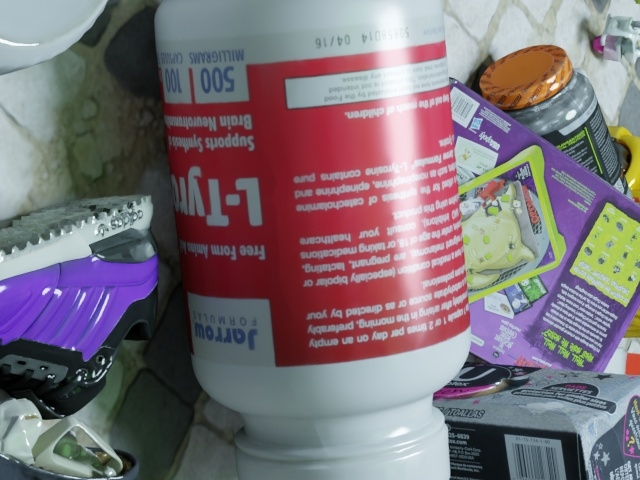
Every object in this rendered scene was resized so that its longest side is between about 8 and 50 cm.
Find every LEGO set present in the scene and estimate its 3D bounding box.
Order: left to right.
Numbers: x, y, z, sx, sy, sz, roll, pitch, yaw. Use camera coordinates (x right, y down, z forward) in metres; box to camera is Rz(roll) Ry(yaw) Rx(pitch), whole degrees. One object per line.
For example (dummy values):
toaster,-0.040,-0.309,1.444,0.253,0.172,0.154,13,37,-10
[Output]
LEGO set,0.340,-0.342,1.990,0.132,0.107,0.287,93,14,-62

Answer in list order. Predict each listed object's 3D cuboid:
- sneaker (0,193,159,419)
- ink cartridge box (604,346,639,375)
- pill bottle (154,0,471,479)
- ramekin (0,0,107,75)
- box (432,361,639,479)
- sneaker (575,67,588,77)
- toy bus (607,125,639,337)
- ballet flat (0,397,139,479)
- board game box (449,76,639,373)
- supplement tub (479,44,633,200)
sneaker,-0.213,0.065,1.290,0.293,0.102,0.146,-22,108,-49
ink cartridge box,0.315,0.210,1.977,0.232,0.066,0.189,8,86,-47
pill bottle,0.000,0.000,1.449,0.229,0.229,0.408,-15,102,-50
ramekin,-0.245,-0.230,1.224,0.273,0.127,0.273,-2,93,-50
box,0.172,0.206,1.649,0.142,0.247,0.163,-27,112,-49
sneaker,0.251,-0.130,1.911,0.043,0.040,0.109,11,79,-34
toy bus,0.366,-0.007,1.914,0.149,0.211,0.220,43,58,-41
ballet flat,-0.204,0.147,1.275,0.203,0.074,0.074,28,70,-42
board game box,0.176,0.009,1.714,0.346,0.056,0.208,30,85,-37
supplement tub,0.232,-0.092,1.820,0.117,0.117,0.190,-49,127,-38
